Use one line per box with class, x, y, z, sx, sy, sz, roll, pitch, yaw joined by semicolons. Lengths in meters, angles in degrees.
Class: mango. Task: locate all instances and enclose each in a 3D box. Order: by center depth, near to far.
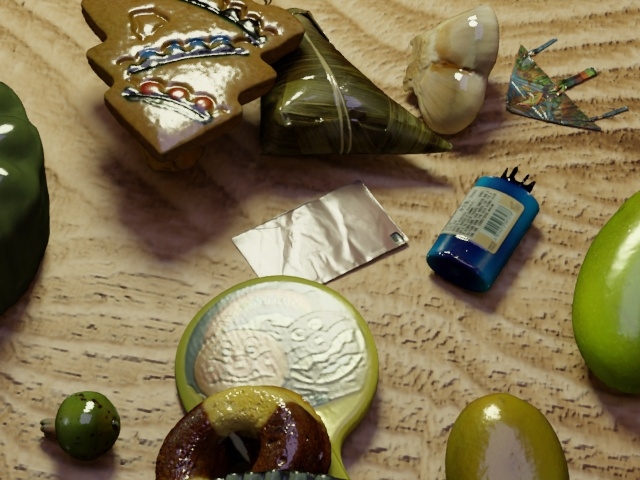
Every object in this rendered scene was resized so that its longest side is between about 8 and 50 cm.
mango;0.192;0.252;1.277;0.130;0.092;0.194;10;57;-1
mango;0.392;0.045;1.433;0.175;0.143;0.293;33;66;11

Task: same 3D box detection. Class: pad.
pad;0.000;0.000;1.501;0.188;0.006;0.113;-26;61;-22

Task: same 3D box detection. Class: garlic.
garlic;0.181;-0.222;1.627;0.099;0.124;0.174;14;81;-29

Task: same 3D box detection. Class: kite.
kite;0.316;-0.208;1.691;0.160;0.010;0.183;-24;59;-23

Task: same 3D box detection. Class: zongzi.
zongzi;0.036;-0.205;1.604;0.241;0.111;0.247;4;50;-12

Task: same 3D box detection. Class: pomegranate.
pomegranate;-0.249;0.198;1.289;0.084;0.073;0.073;-38;58;12

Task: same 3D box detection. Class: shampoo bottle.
shampoo bottle;0.205;-0.020;1.511;0.087;0.050;0.183;26;55;16

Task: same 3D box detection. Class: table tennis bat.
table tennis bat;-0.026;0.185;1.328;0.224;0.054;0.368;-17;54;-10

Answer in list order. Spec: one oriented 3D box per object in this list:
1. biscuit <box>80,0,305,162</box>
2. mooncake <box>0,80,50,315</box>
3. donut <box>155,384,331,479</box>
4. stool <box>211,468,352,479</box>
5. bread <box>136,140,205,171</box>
biscuit;-0.159;-0.214;1.486;0.278;0.043;0.301;4;52;-3
mooncake;-0.479;-0.052;1.370;0.357;0.194;0.356;2;53;-3
donut;-0.082;0.222;1.245;0.184;0.073;0.166;-31;60;2
stool;-0.014;0.402;1.026;0.297;0.297;0.330;15;57;5
bread;-0.190;-0.188;1.560;0.083;0.114;0.211;-10;54;6
